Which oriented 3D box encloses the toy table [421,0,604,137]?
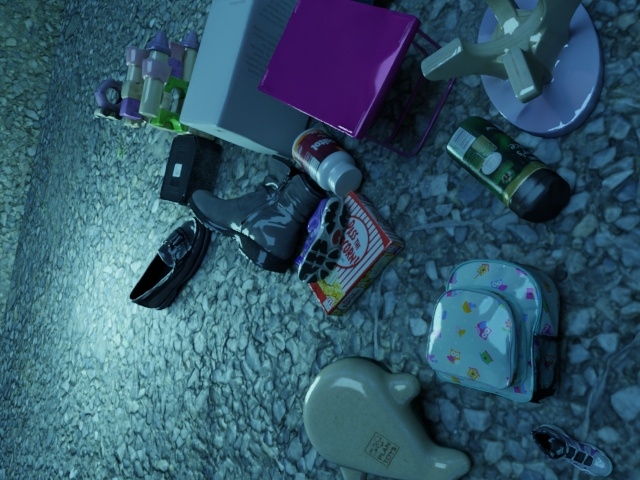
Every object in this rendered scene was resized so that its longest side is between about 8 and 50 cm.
[{"bbox_3d":[0.292,-0.296,0.787,0.252,0.160,0.274,-39,57,30],"label":"toy table"}]

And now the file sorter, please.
[{"bbox_3d":[0.069,-0.299,0.979,0.290,0.182,0.202,36,104,41],"label":"file sorter"}]

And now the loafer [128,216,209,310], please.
[{"bbox_3d":[-0.395,0.063,1.387,0.303,0.095,0.109,-55,50,19],"label":"loafer"}]

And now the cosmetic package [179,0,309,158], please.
[{"bbox_3d":[-0.113,-0.431,1.150,0.161,0.230,0.454,18,92,44],"label":"cosmetic package"}]

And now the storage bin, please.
[{"bbox_3d":[-0.341,-0.179,1.402,0.122,0.084,0.180,13,88,44],"label":"storage bin"}]

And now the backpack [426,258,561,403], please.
[{"bbox_3d":[0.243,0.118,0.750,0.165,0.144,0.189,5,81,49],"label":"backpack"}]

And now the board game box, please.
[{"bbox_3d":[0.050,0.025,1.016,0.193,0.045,0.147,-51,51,22],"label":"board game box"}]

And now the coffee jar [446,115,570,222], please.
[{"bbox_3d":[0.279,-0.106,0.798,0.079,0.096,0.184,-55,51,23],"label":"coffee jar"}]

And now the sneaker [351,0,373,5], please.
[{"bbox_3d":[0.079,-0.516,1.042,0.229,0.087,0.092,126,137,-53],"label":"sneaker"}]

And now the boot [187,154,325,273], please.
[{"bbox_3d":[-0.141,-0.095,1.193,0.338,0.118,0.223,33,100,31],"label":"boot"}]

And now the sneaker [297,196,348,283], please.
[{"bbox_3d":[0.000,0.000,1.006,0.071,0.068,0.170,15,82,59],"label":"sneaker"}]

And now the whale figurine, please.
[{"bbox_3d":[0.106,0.302,0.865,0.272,0.141,0.216,30,102,18],"label":"whale figurine"}]

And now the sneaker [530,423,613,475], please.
[{"bbox_3d":[0.319,0.275,0.690,0.098,0.069,0.038,20,95,44],"label":"sneaker"}]

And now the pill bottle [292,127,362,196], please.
[{"bbox_3d":[0.014,-0.154,1.063,0.152,0.086,0.086,48,113,38],"label":"pill bottle"}]

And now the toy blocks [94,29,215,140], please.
[{"bbox_3d":[-0.367,-0.410,1.345,0.308,0.288,0.260,11,92,47],"label":"toy blocks"}]
